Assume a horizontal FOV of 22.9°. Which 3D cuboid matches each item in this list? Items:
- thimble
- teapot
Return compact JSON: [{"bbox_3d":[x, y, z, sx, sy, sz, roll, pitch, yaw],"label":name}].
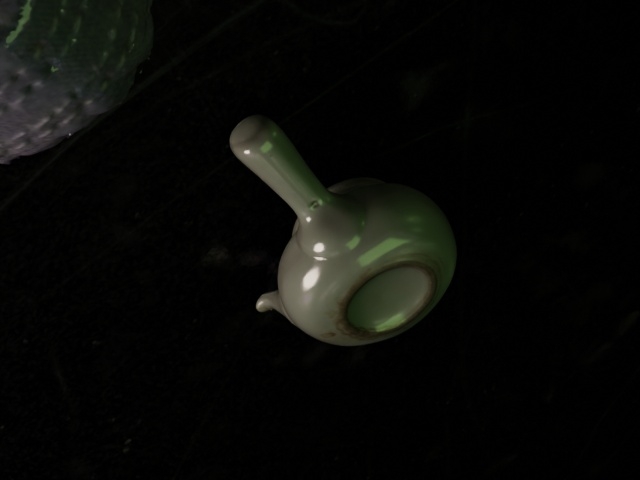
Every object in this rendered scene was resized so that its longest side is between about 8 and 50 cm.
[{"bbox_3d":[-0.260,-0.177,1.274,0.236,0.205,0.172,-50,143,9],"label":"thimble"},{"bbox_3d":[0.034,-0.018,1.728,0.220,0.149,0.318,-21,140,-13],"label":"teapot"}]
